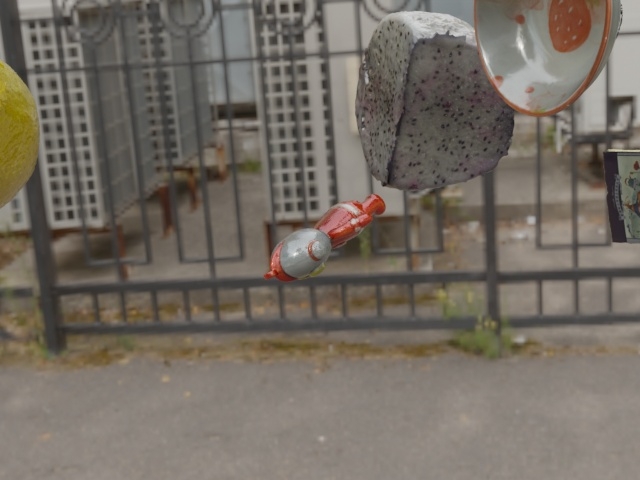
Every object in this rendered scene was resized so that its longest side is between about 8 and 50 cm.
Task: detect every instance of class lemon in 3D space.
[{"bbox_3d":[-0.506,-0.150,1.495,0.233,0.234,0.288,-8,-29,-15],"label":"lemon"}]

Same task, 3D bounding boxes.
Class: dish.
[{"bbox_3d":[0.303,-0.289,1.353,0.085,0.260,0.260,-7,14,-27],"label":"dish"}]

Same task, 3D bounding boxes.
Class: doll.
[{"bbox_3d":[0.000,0.000,1.702,0.245,0.076,0.142,-39,13,-35],"label":"doll"}]

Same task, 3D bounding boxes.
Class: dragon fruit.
[{"bbox_3d":[0.191,-0.239,1.765,0.221,0.283,0.204,0,29,-13],"label":"dragon fruit"}]

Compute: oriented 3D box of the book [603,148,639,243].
[{"bbox_3d":[0.549,-0.064,1.674,0.026,0.158,0.231,-22,18,-39],"label":"book"}]
